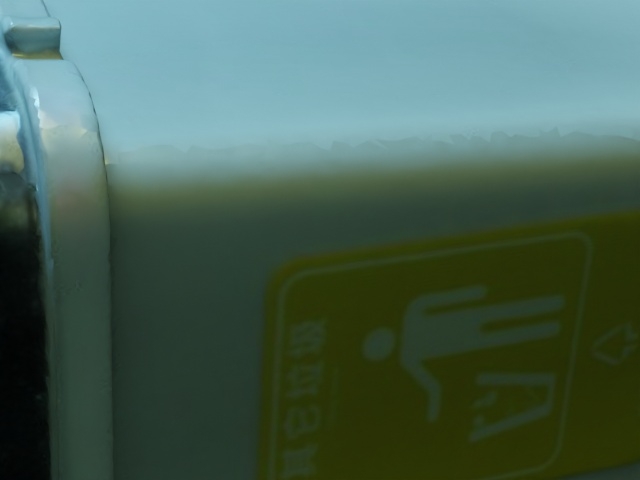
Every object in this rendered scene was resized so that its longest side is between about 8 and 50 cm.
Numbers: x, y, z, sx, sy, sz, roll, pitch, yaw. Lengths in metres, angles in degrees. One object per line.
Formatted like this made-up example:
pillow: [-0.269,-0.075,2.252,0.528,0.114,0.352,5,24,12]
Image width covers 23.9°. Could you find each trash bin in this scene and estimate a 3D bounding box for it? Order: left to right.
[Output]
trash bin: [0.000,0.000,0.626,0.368,0.256,0.296,-7,27,-18]
